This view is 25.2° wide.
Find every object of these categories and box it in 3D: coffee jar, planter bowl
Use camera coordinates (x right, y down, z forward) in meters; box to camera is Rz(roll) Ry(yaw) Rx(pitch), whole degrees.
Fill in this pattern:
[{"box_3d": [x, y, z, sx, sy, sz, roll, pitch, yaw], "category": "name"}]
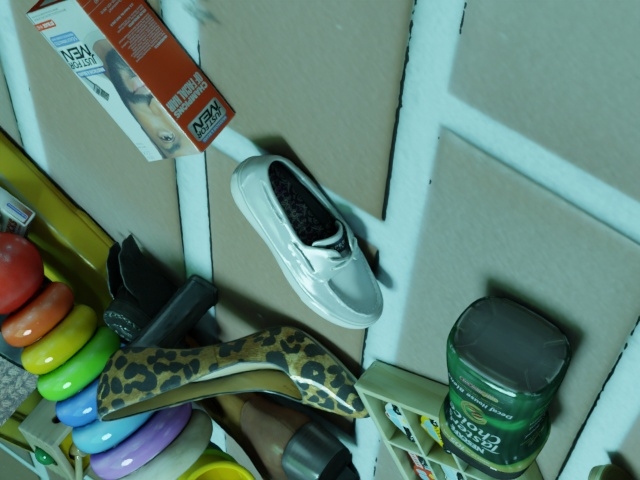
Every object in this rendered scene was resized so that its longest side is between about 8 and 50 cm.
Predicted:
[{"box_3d": [0.150, 0.129, 1.199, 0.096, 0.079, 0.184, 30, 154, 19], "category": "coffee jar"}, {"box_3d": [-0.473, 0.238, 2.173, 0.217, 0.090, 0.217, 29, 175, 3], "category": "planter bowl"}]

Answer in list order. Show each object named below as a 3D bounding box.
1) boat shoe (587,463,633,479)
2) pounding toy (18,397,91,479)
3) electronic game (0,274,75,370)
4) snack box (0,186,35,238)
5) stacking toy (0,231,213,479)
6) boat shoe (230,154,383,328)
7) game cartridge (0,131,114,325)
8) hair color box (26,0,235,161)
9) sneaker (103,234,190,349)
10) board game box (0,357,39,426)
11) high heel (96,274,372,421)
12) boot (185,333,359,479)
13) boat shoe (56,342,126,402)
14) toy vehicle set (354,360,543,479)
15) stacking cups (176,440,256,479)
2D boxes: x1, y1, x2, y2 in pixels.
[{"box_3d": [0.260, 0.245, 1.273, 0.045, 0.050, 0.135, 5, 139, 42], "category": "boat shoe"}, {"box_3d": [-0.357, 0.295, 2.082, 0.100, 0.141, 0.130, 23, 150, 30], "category": "pounding toy"}, {"box_3d": [-0.360, 0.083, 1.698, 0.229, 0.048, 0.229, 24, 146, 17], "category": "electronic game"}, {"box_3d": [-0.360, -0.015, 1.609, 0.064, 0.022, 0.178, 36, 155, -3], "category": "snack box"}, {"box_3d": [-0.265, 0.125, 1.569, 0.330, 0.141, 0.141, 53, 152, -13], "category": "stacking toy"}, {"box_3d": [0.000, 0.000, 1.221, 0.184, 0.066, 0.063, 57, 152, -12], "category": "boat shoe"}, {"box_3d": [-0.359, -0.023, 1.682, 0.324, 0.052, 0.285, 45, 154, -16], "category": "game cartridge"}, {"box_3d": [-0.158, -0.146, 1.197, 0.167, 0.053, 0.093, 50, 152, -23], "category": "hair color box"}, {"box_3d": [-0.174, 0.080, 1.559, 0.170, 0.089, 0.051, 43, 139, -23], "category": "sneaker"}, {"box_3d": [-0.553, 0.108, 2.041, 0.291, 0.141, 0.232, 16, 146, 40], "category": "board game box"}, {"box_3d": [-0.090, 0.162, 1.449, 0.261, 0.186, 0.093, 28, 151, 23], "category": "high heel"}, {"box_3d": [-0.094, 0.228, 1.681, 0.280, 0.096, 0.264, 34, 162, 21], "category": "boot"}, {"box_3d": [-0.293, 0.186, 1.860, 0.109, 0.089, 0.258, 16, 160, -3], "category": "boat shoe"}, {"box_3d": [0.149, 0.236, 1.425, 0.166, 0.035, 0.267, 16, 146, 39], "category": "toy vehicle set"}, {"box_3d": [-0.162, 0.270, 1.705, 0.096, 0.096, 0.316, 48, 169, -18], "category": "stacking cups"}]
